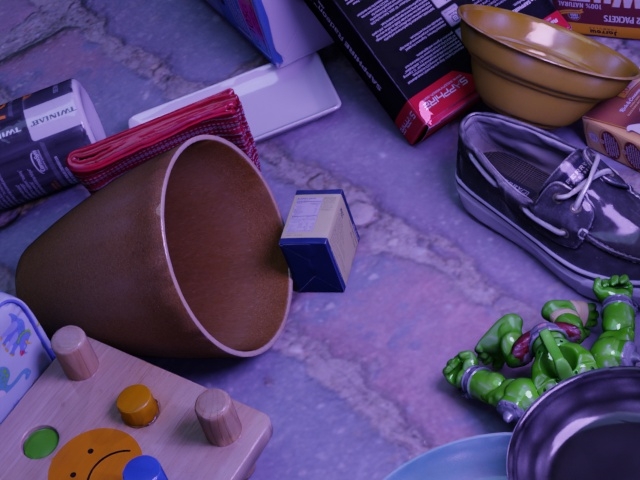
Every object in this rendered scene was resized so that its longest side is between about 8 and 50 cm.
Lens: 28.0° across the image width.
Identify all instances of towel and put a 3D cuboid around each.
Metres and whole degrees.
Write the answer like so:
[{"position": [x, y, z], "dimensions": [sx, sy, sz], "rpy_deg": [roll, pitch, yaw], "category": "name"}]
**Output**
[{"position": [-0.170, -0.085, 1.473], "dimensions": [0.199, 0.275, 0.031], "rpy_deg": [-22, 76, -2], "category": "towel"}]

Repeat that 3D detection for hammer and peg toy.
[{"position": [-0.234, 0.269, 1.212], "dimensions": [0.266, 0.127, 0.361], "rpy_deg": [19, 56, 26], "category": "hammer and peg toy"}]

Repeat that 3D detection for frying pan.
[{"position": [0.285, 0.231, 1.056], "dimensions": [0.197, 0.053, 0.326], "rpy_deg": [-27, 45, -7], "category": "frying pan"}]

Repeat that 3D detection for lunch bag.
[{"position": [-0.349, 0.154, 1.314], "dimensions": [0.090, 0.219, 0.176], "rpy_deg": [22, 59, 28], "category": "lunch bag"}]

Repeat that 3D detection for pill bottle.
[{"position": [-0.406, -0.109, 1.661], "dimensions": [0.246, 0.130, 0.130], "rpy_deg": [-21, 43, 0], "category": "pill bottle"}]

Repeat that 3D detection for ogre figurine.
[{"position": [0.221, 0.112, 1.230], "dimensions": [0.197, 0.097, 0.118], "rpy_deg": [-10, 32, -5], "category": "ogre figurine"}]

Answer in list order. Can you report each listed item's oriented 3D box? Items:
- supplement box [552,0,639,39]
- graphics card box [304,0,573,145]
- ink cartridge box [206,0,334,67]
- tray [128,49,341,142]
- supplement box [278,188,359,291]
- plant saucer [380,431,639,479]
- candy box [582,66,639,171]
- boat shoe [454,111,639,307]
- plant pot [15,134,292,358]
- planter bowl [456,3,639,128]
[{"position": [0.374, -0.385, 1.591], "dimensions": [0.129, 0.191, 0.194], "rpy_deg": [11, 53, 30], "category": "supplement box"}, {"position": [0.101, -0.328, 1.571], "dimensions": [0.233, 0.094, 0.371], "rpy_deg": [-35, 84, -13], "category": "graphics card box"}, {"position": [-0.048, -0.427, 1.811], "dimensions": [0.270, 0.151, 0.395], "rpy_deg": [-27, 39, -13], "category": "ink cartridge box"}, {"position": [-0.112, -0.158, 1.670], "dimensions": [0.270, 0.030, 0.145], "rpy_deg": [-21, 44, 0], "category": "tray"}, {"position": [0.000, 0.000, 1.431], "dimensions": [0.056, 0.083, 0.083], "rpy_deg": [0, 48, 20], "category": "supplement box"}, {"position": [0.154, 0.306, 1.098], "dimensions": [0.318, 0.043, 0.317], "rpy_deg": [-11, 45, 11], "category": "plant saucer"}, {"position": [0.396, -0.118, 1.420], "dimensions": [0.109, 0.053, 0.187], "rpy_deg": [-41, 45, -18], "category": "candy box"}, {"position": [0.260, -0.037, 1.342], "dimensions": [0.335, 0.119, 0.121], "rpy_deg": [28, 61, 39], "category": "boat shoe"}, {"position": [-0.200, 0.029, 1.398], "dimensions": [0.254, 0.237, 0.237], "rpy_deg": [-13, 42, 28], "category": "plant pot"}, {"position": [0.241, -0.184, 1.439], "dimensions": [0.217, 0.090, 0.217], "rpy_deg": [15, 22, -6], "category": "planter bowl"}]
